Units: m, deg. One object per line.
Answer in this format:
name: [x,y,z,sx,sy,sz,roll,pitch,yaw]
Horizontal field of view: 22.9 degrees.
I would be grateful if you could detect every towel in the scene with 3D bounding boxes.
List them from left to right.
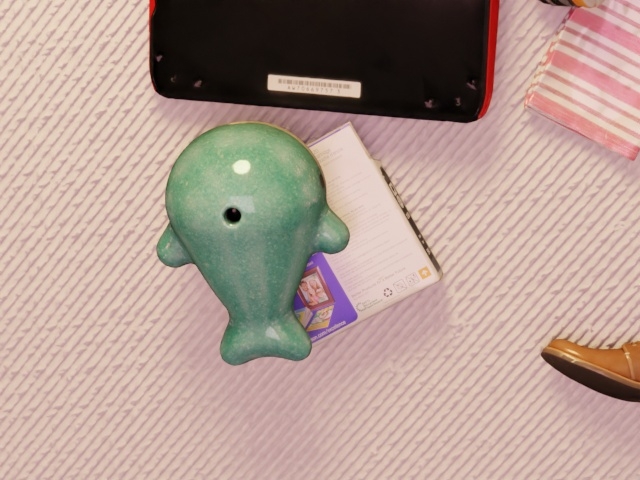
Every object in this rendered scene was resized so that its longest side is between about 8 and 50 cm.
towel: [0.325,-0.201,1.718,0.144,0.029,0.197,25,105,-2]

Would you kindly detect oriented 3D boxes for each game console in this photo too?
game console: [0.002,-0.306,1.695,0.386,0.060,0.342,6,113,9]

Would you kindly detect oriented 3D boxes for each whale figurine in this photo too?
whale figurine: [-0.077,0.010,1.706,0.216,0.141,0.272,-3,101,8]

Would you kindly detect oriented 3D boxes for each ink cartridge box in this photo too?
ink cartridge box: [0.000,0.000,1.790,0.206,0.045,0.208,-28,98,12]

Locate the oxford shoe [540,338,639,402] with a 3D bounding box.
oxford shoe: [0.356,0.142,1.791,0.212,0.076,0.076,16,75,4]

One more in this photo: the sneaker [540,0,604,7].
sneaker: [0.238,-0.345,1.664,0.083,0.084,0.215,-3,103,52]
